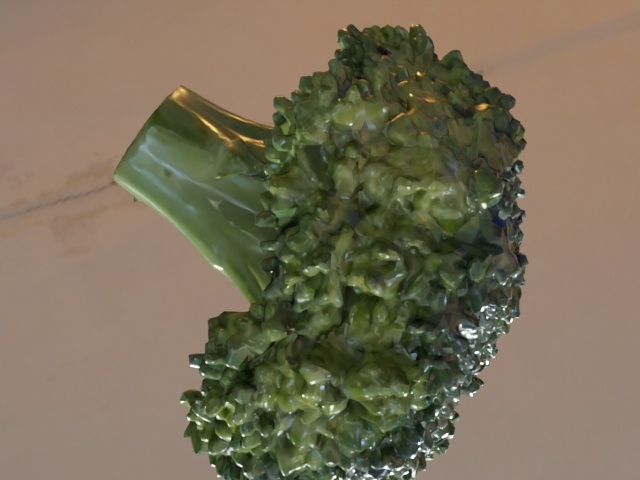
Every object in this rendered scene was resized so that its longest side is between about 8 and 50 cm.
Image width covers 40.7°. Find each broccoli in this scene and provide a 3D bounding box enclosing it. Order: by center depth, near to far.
[{"bbox_3d":[0.019,-0.001,0.522,0.235,0.288,0.260,-27,-73,22],"label":"broccoli"}]
